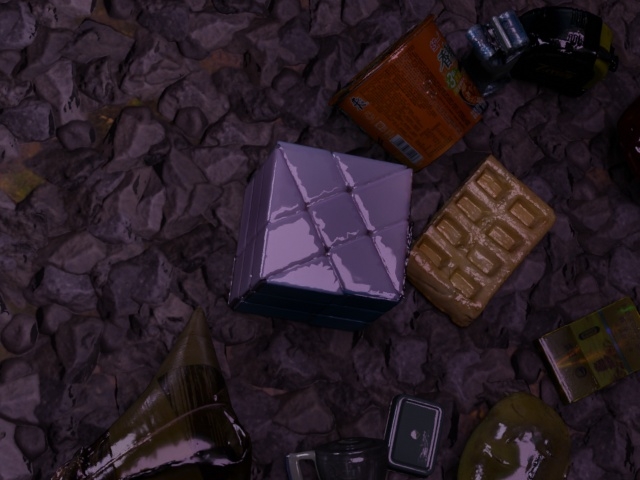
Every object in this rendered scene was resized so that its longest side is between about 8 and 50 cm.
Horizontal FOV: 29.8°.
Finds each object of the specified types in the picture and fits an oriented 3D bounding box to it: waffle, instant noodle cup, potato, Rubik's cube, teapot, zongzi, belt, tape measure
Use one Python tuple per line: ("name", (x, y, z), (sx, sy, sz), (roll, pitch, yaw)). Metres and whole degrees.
("waffle", (0.265, -0.003, 2.018), (0.168, 0.057, 0.274), (42, 69, 0))
("instant noodle cup", (0.156, -0.234, 1.981), (0.182, 0.230, 0.230), (48, 69, -7))
("potato", (0.302, 0.360, 1.876), (0.169, 0.143, 0.248), (26, 70, 6))
("Rubik's cube", (0.000, 0.000, 1.860), (0.231, 0.224, 0.221), (10, 72, -12))
("teapot", (0.034, 0.361, 1.829), (0.149, 0.111, 0.108), (-6, 90, -21))
("zongzi", (-0.271, 0.264, 1.780), (0.290, 0.154, 0.317), (-11, 58, -13))
("belt", (0.280, -0.300, 1.983), (0.087, 0.302, 0.072), (-23, 82, -1))
("tape measure", (0.423, -0.335, 2.087), (0.199, 0.186, 0.112), (12, 80, -10))

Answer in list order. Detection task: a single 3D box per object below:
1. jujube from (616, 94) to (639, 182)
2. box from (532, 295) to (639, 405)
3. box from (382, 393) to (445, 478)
("jujube", (0.695, -0.122, 2.074), (0.258, 0.258, 0.376), (-43, 93, -21))
("box", (0.467, 0.185, 2.030), (0.193, 0.030, 0.121), (-22, 80, -20))
("box", (0.148, 0.310, 1.911), (0.091, 0.031, 0.126), (18, 69, -9))
